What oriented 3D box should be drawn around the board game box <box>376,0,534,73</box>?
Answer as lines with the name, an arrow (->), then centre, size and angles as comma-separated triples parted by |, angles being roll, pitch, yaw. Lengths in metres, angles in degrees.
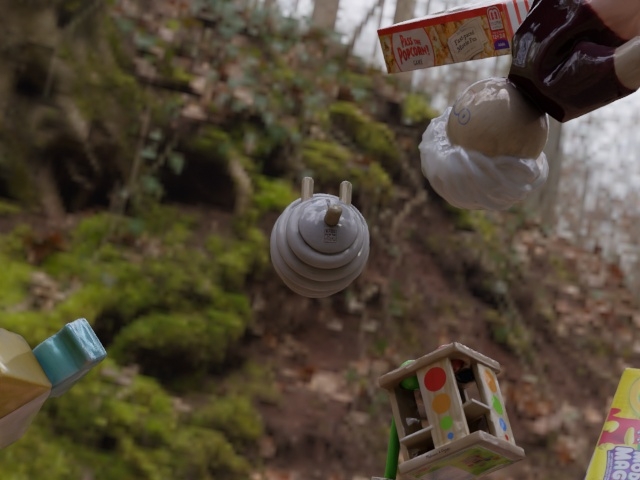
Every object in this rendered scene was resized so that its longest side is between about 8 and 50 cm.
board game box -> 0.162, -0.189, 1.374 | 0.147, 0.045, 0.193 | -20, 10, -28

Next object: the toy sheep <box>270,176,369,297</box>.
toy sheep -> 0.000, 0.000, 1.310 | 0.091, 0.091, 0.132 | 11, -26, 0

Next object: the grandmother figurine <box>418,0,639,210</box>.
grandmother figurine -> 0.186, -0.160, 1.063 | 0.104, 0.342, 0.208 | 33, 22, -12

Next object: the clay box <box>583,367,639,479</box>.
clay box -> 0.227, 0.213, 1.170 | 0.053, 0.222, 0.127 | 3, -53, 24

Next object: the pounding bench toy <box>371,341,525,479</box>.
pounding bench toy -> 0.058, 0.100, 0.875 | 0.083, 0.065, 0.052 | -28, -31, 24

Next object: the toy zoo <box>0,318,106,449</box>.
toy zoo -> -0.224, 0.113, 0.675 | 0.293, 0.030, 0.192 | -31, -8, -14
